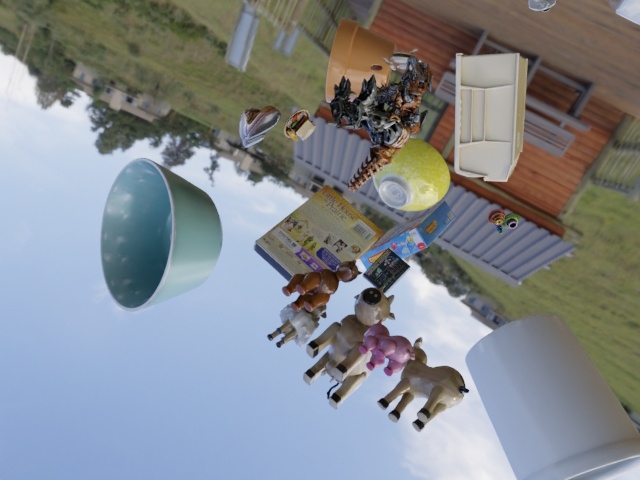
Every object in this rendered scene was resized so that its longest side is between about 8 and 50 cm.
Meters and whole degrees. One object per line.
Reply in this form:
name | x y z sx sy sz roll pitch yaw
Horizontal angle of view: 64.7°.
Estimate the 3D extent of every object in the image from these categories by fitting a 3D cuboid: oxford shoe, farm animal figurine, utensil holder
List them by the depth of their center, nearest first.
farm animal figurine | 0.084 0.181 0.900 0.172 0.327 0.330 -34 -106 -34
oxford shoe | -0.158 -0.288 1.216 0.076 0.076 0.212 64 155 -6
utensil holder | 0.600 0.438 1.338 0.327 0.327 0.386 17 -141 -37

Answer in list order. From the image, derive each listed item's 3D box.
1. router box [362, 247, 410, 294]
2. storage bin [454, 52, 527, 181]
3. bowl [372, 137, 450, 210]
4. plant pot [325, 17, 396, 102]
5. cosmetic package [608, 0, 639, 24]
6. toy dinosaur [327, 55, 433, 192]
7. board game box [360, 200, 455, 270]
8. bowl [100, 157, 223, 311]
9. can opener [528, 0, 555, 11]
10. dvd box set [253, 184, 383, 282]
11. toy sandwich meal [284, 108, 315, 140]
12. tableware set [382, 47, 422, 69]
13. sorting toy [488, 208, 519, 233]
router box | 0.203 0.096 1.559 0.092 0.122 0.038 43 171 19
storage bin | 0.388 -0.283 1.142 0.123 0.261 0.262 5 -163 24
bowl | 0.289 -0.204 1.776 0.289 0.289 0.156 32 -125 15
plant pot | 0.150 -0.624 1.812 0.203 0.291 0.291 13 -167 7
cosmetic package | 0.996 -0.755 1.478 0.161 0.230 0.453 32 -144 8
toy dinosaur | 0.146 -0.270 1.144 0.218 0.322 0.164 25 161 -31
board game box | 0.350 -0.014 2.033 0.086 0.302 0.308 58 -139 -3
bowl | -0.325 -0.008 1.074 0.163 0.312 0.311 5 -154 -47
can opener | 0.662 -0.836 1.514 0.075 0.284 0.095 -1 -165 24
dvd box set | 0.000 0.000 1.898 0.307 0.062 0.420 41 -125 10
toy sandwich meal | -0.048 -0.264 1.167 0.029 0.086 0.085 46 -160 22
tableware set | 0.283 -0.588 1.644 0.128 0.039 0.194 11 -170 19
sorting toy | 0.517 -0.049 1.423 0.101 0.061 0.042 16 -144 -16
